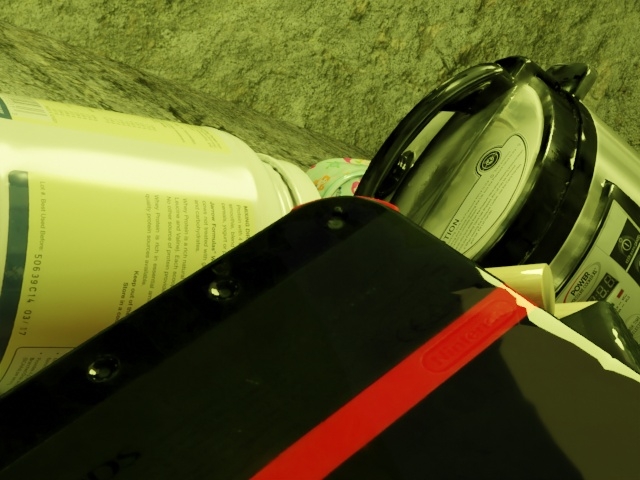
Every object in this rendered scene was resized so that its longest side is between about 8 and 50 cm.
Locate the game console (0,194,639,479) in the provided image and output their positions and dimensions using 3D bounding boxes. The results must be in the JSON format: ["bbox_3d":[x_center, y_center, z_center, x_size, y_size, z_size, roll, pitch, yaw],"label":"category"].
[{"bbox_3d":[-0.014,0.139,0.537,0.386,0.060,0.342,-34,51,-24],"label":"game console"}]

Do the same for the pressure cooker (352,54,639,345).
[{"bbox_3d":[0.225,0.015,1.103,0.420,0.375,0.370,36,45,-22],"label":"pressure cooker"}]

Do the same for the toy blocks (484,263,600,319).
[{"bbox_3d":[0.093,0.186,0.779,0.260,0.309,0.288,-6,-13,25],"label":"toy blocks"}]

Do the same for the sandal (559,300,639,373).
[{"bbox_3d":[0.273,0.250,0.678,0.446,0.107,0.167,58,17,-6],"label":"sandal"}]

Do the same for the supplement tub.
[{"bbox_3d":[-0.177,0.010,0.776,0.325,0.235,0.235,6,22,-37],"label":"supplement tub"}]

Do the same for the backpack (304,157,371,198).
[{"bbox_3d":[0.074,-0.001,1.344,0.253,0.225,0.191,12,12,-29],"label":"backpack"}]
